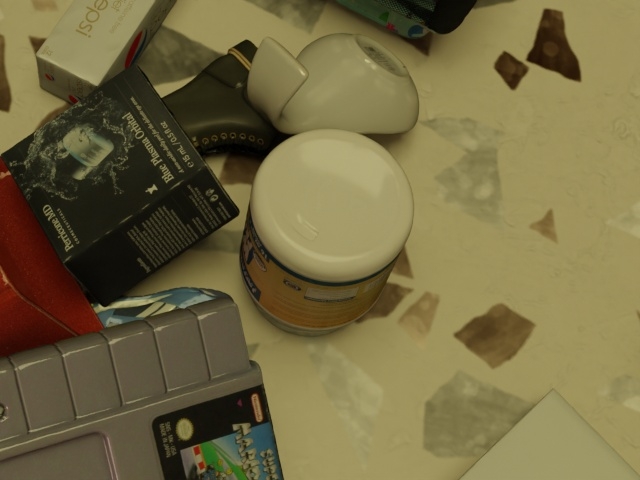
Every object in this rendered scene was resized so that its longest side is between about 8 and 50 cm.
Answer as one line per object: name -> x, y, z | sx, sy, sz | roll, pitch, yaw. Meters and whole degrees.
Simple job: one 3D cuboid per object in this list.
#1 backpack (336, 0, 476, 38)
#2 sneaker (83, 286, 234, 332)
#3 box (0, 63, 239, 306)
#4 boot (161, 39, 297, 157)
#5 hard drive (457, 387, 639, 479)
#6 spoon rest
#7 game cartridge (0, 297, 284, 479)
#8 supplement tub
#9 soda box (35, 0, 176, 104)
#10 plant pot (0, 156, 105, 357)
backpack -> 0.070, -0.353, 1.373 | 0.254, 0.191, 0.225 | 27, 64, -4
sneaker -> -0.151, 0.081, 1.236 | 0.144, 0.053, 0.059 | -11, 65, -2
box -> -0.187, -0.053, 1.223 | 0.158, 0.093, 0.156 | -35, 57, -2
boot -> -0.077, -0.094, 1.317 | 0.137, 0.077, 0.198 | -32, 63, -13
hard drive -> 0.259, 0.332, 1.170 | 0.233, 0.047, 0.353 | -37, 77, -31
spoon rest -> 0.009, -0.151, 1.279 | 0.137, 0.276, 0.084 | 46, 113, 16
game cartridge -> -0.133, 0.242, 1.054 | 0.230, 0.068, 0.355 | -14, 101, -16
supplement tub -> 0.000, 0.000, 1.210 | 0.144, 0.199, 0.144 | 3, 66, -7
soda box -> -0.207, -0.239, 1.354 | 0.074, 0.069, 0.216 | 27, 66, 4
plant pot -> -0.361, 0.043, 1.109 | 0.236, 0.267, 0.267 | -34, 68, -2
